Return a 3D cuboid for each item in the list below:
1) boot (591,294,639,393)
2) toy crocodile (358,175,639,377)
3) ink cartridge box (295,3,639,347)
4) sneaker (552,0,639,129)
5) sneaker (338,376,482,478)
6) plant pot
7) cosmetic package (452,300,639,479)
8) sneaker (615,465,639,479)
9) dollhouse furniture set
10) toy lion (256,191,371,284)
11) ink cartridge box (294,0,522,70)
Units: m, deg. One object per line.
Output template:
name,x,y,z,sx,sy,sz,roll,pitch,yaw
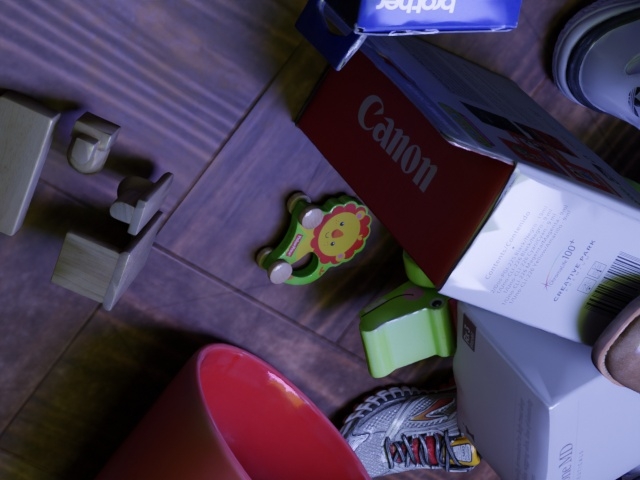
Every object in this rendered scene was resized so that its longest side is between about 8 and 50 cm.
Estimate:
boot,0.341,0.121,1.575,0.112,0.115,0.305,-48,144,13
toy crocodile,0.182,0.035,1.778,0.340,0.105,0.115,-26,127,-25
ink cartridge box,0.115,-0.065,1.575,0.272,0.309,0.130,20,109,-34
sneaker,0.423,-0.164,1.729,0.366,0.210,0.137,-12,123,-20
sneaker,0.117,0.196,1.868,0.225,0.093,0.088,-19,125,-14
plant pot,-0.106,0.275,1.717,0.243,0.275,0.275,-42,129,17
cosmetic package,0.322,0.081,1.745,0.385,0.156,0.217,-30,145,-17
sneaker,0.357,0.219,1.909,0.130,0.236,0.323,-5,121,-24
dollhouse furniture set,-0.216,-0.049,1.601,0.151,0.123,0.144,23,110,2
toy lion,0.000,0.000,1.736,0.096,0.034,0.100,17,110,-41
ink cartridge box,0.061,-0.333,1.413,0.151,0.270,0.395,-4,120,-22
